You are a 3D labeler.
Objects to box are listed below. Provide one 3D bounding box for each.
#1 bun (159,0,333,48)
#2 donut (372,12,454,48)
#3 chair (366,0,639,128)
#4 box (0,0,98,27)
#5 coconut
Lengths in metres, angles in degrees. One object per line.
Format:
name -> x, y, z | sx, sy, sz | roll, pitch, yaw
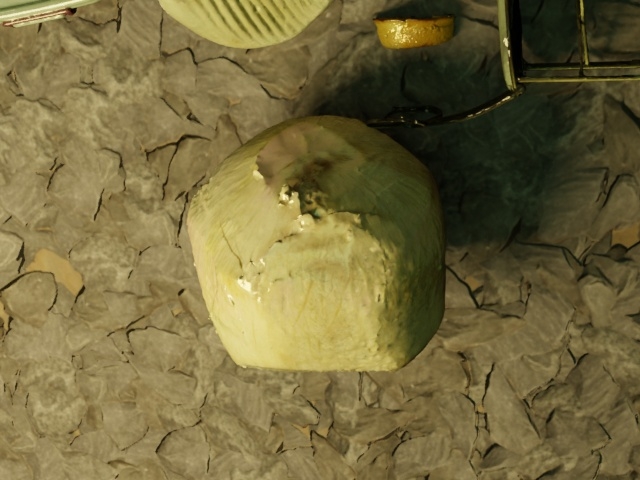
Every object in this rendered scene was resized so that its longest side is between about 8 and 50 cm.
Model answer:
bun -> -0.078, -0.318, 1.283 | 0.231, 0.133, 0.231 | -8, 146, -6
donut -> 0.108, -0.238, 1.348 | 0.083, 0.067, 0.038 | -9, 103, -19
chair -> 0.209, -0.215, 1.270 | 0.325, 0.160, 0.170 | -5, 104, 14
box -> -0.322, -0.395, 1.301 | 0.193, 0.167, 0.294 | -8, 108, 15
coconut -> 0.000, 0.000, 1.309 | 0.297, 0.297, 0.254 | -8, 128, 14
